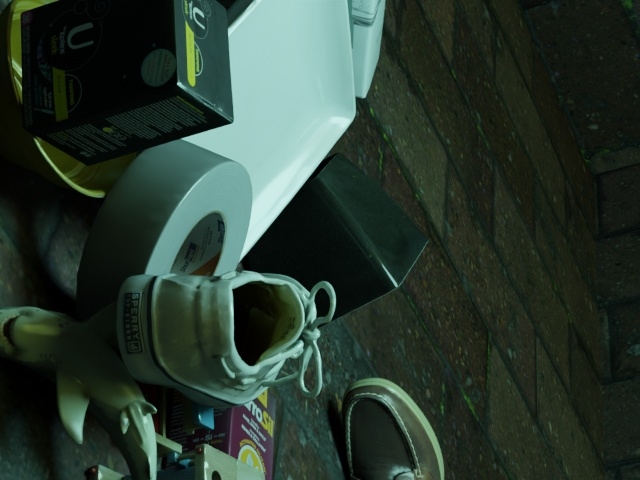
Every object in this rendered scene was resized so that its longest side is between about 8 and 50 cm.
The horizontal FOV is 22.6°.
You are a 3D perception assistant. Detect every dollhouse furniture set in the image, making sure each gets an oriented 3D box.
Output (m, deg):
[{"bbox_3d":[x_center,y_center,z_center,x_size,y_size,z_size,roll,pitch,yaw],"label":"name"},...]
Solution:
[{"bbox_3d":[-0.142,0.198,1.572,0.129,0.129,0.183,40,41,-57],"label":"dollhouse furniture set"}]

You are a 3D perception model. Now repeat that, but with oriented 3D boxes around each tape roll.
[{"bbox_3d":[-0.153,0.011,1.595,0.219,0.072,0.219,-53,157,-34],"label":"tape roll"}]

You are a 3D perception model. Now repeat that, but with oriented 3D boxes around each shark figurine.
[{"bbox_3d":[-0.209,0.164,1.480,0.166,0.116,0.278,-31,99,-34],"label":"shark figurine"}]

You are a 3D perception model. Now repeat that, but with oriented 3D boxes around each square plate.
[{"bbox_3d":[-0.078,-0.142,1.773,0.344,0.049,0.347,-52,155,-27],"label":"square plate"}]

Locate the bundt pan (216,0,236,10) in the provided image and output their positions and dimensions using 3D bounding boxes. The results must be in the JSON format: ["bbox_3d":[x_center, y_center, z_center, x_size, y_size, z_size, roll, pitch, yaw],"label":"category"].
[{"bbox_3d":[-0.161,-0.404,1.791,0.331,0.124,0.331,179,-90,-74],"label":"bundt pan"}]

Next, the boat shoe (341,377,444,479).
[{"bbox_3d":[0.101,0.353,2.129,0.123,0.123,0.342,-51,130,-67],"label":"boat shoe"}]

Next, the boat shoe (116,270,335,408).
[{"bbox_3d":[-0.057,0.083,1.527,0.367,0.156,0.136,34,52,-72],"label":"boat shoe"}]

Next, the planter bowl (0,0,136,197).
[{"bbox_3d":[-0.268,-0.136,1.525,0.217,0.090,0.217,47,36,-50],"label":"planter bowl"}]

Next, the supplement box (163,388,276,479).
[{"bbox_3d":[-0.107,0.229,1.713,0.104,0.081,0.188,54,29,-44],"label":"supplement box"}]

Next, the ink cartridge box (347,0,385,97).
[{"bbox_3d":[-0.023,-0.337,1.997,0.121,0.211,0.289,-73,170,-54],"label":"ink cartridge box"}]

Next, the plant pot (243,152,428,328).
[{"bbox_3d":[0.000,0.000,2.037,0.167,0.187,0.188,58,23,-9],"label":"plant pot"}]

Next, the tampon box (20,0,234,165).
[{"bbox_3d":[-0.173,-0.154,1.431,0.101,0.161,0.120,32,48,-59],"label":"tampon box"}]
